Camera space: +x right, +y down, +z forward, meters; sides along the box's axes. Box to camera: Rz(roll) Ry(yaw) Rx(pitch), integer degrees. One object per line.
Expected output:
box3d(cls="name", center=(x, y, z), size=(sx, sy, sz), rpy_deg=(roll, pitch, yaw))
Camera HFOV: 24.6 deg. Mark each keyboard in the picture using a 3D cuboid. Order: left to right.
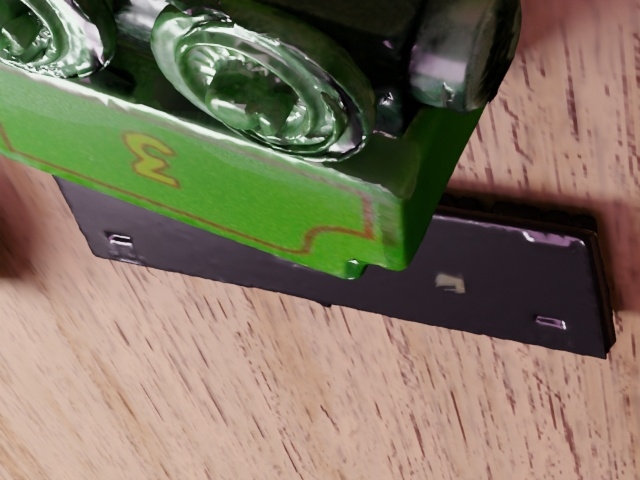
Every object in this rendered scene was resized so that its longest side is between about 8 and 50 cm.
box3d(cls="keyboard", center=(0.000, 0.000, 0.778), size=(0.317, 0.027, 0.106), rpy_deg=(10, 144, 25))

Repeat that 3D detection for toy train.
box3d(cls="toy train", center=(-0.043, -0.084, 0.576), size=(0.243, 0.132, 0.188), rpy_deg=(19, 155, 16))
